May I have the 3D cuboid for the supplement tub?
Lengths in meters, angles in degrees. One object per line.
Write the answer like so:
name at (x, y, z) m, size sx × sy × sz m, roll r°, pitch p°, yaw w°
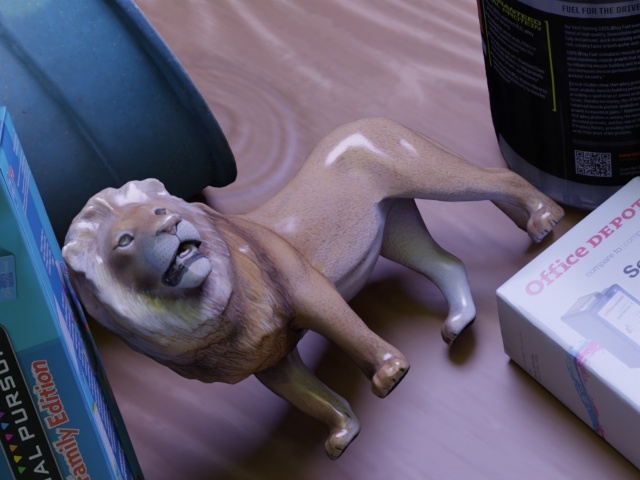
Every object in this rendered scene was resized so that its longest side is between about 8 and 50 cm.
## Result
supplement tub at (0.221, -0.196, 1.463) m, size 0.207 × 0.338 × 0.207 m, roll -5°, pitch 52°, yaw 7°

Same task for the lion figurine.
lion figurine at (0.000, 0.000, 1.413) m, size 0.240 × 0.142 × 0.392 m, roll 42°, pitch 41°, yaw 10°

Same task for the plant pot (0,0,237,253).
plant pot at (-0.302, -0.070, 1.496) m, size 0.334 × 0.341 × 0.341 m, roll -41°, pitch 55°, yaw -11°

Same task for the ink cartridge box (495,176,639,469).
ink cartridge box at (0.255, 0.075, 1.401) m, size 0.154 × 0.093 × 0.212 m, roll -37°, pitch 53°, yaw -17°

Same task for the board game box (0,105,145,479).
board game box at (-0.189, 0.095, 1.263) m, size 0.079 × 0.336 × 0.254 m, roll -19°, pitch 13°, yaw -4°
